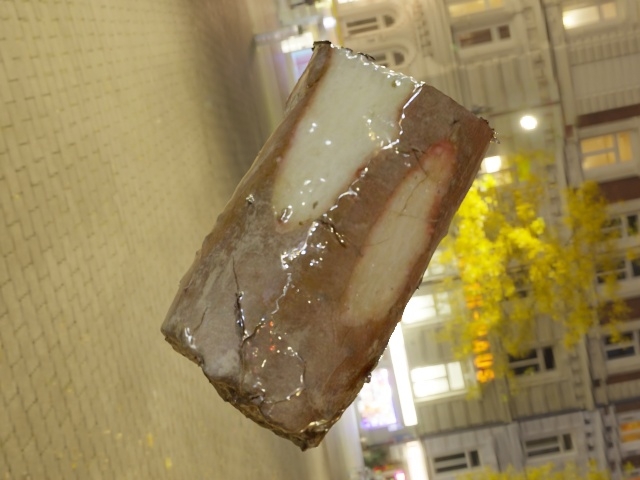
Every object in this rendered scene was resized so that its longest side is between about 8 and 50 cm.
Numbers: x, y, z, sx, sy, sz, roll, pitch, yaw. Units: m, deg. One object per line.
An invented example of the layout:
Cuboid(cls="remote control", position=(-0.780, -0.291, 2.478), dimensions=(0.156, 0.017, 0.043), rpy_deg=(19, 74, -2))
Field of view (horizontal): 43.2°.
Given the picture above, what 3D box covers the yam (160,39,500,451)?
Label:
Cuboid(cls="yam", position=(0.001, 0.001, 0.500), dimensions=(0.128, 0.238, 0.129), rpy_deg=(35, -10, -31))
